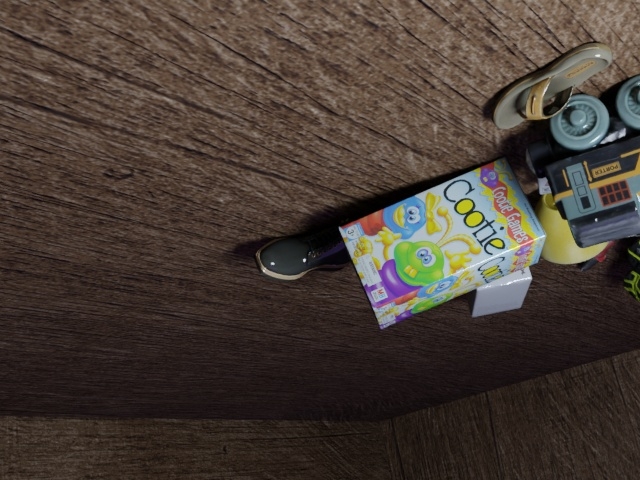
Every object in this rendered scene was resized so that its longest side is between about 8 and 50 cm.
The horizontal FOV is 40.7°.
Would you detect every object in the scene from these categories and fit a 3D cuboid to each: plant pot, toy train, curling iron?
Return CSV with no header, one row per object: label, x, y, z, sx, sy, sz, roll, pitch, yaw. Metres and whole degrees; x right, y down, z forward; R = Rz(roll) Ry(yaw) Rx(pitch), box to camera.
plant pot,0.412,-0.042,1.446,0.134,0.134,0.095,-16,133,13
toy train,0.447,-0.115,1.137,0.333,0.190,0.142,-17,160,16
curling iron,0.605,0.024,1.834,0.068,0.035,0.274,-8,160,-7

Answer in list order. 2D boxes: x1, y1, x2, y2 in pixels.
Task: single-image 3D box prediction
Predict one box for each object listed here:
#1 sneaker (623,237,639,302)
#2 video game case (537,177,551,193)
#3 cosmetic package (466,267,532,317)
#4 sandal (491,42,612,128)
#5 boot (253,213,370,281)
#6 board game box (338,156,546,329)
sneaker,0.743,0.031,1.827,0.147,0.145,0.385,-44,163,-7
video game case,0.408,-0.119,1.311,0.157,0.019,0.143,-8,154,14
cosmetic package,0.369,0.088,1.818,0.117,0.086,0.231,-12,159,2
sandal,0.286,-0.182,1.077,0.072,0.049,0.180,7,154,-41
boot,0.000,0.000,1.411,0.197,0.077,0.137,-12,161,-41
board game box,0.187,0.009,1.337,0.275,0.142,0.144,-23,160,1
